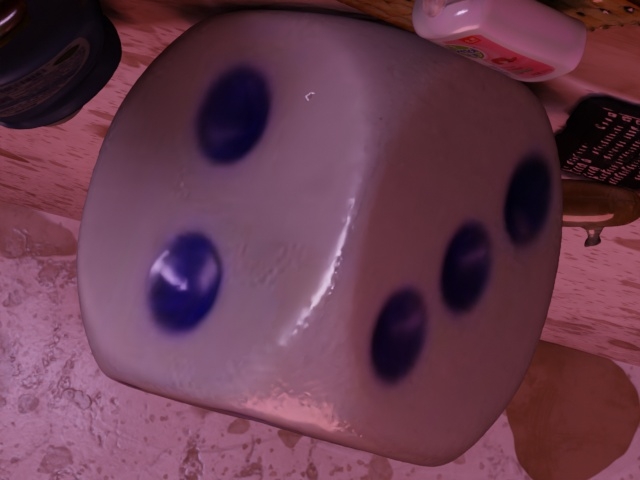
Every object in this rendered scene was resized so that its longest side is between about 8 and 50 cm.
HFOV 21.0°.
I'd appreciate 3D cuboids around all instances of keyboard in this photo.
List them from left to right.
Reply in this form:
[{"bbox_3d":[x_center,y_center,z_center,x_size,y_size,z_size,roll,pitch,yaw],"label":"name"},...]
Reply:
[{"bbox_3d":[0.247,-0.076,1.420,0.106,0.016,0.262,15,173,1],"label":"keyboard"}]

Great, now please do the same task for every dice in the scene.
[{"bbox_3d":[0.000,0.000,1.363,0.304,0.304,0.277,10,172,41],"label":"dice"}]

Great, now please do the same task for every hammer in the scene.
[{"bbox_3d":[0.153,-0.040,1.641,0.305,0.113,0.202,5,175,8],"label":"hammer"}]

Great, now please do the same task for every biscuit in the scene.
[{"bbox_3d":[0.099,-0.156,1.092,0.139,0.016,0.231,19,172,-32],"label":"biscuit"}]

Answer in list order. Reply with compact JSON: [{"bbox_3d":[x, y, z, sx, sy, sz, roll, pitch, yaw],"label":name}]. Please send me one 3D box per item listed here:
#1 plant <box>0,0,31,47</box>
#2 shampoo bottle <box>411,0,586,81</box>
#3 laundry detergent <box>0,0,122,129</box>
[{"bbox_3d":[-0.330,-0.100,1.140,0.180,0.333,0.251,32,180,-19],"label":"plant"},{"bbox_3d":[0.103,-0.130,1.043,0.099,0.043,0.072,18,171,-34],"label":"shampoo bottle"},{"bbox_3d":[-0.238,-0.153,1.415,0.094,0.143,0.290,58,177,4],"label":"laundry detergent"}]
